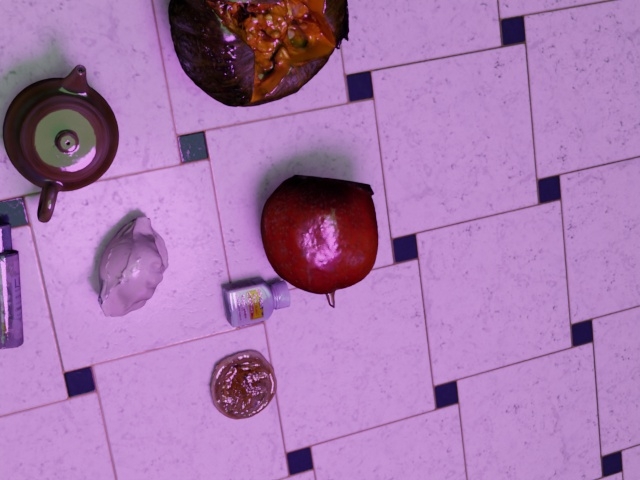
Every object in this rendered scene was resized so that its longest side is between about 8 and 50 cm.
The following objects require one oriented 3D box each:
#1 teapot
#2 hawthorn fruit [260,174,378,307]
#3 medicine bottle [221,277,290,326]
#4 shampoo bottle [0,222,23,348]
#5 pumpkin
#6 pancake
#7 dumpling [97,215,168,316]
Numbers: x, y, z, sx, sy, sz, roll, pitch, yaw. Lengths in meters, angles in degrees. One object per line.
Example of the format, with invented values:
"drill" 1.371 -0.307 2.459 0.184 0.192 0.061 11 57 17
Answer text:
"teapot" -0.424 -0.157 1.687 0.185 0.175 0.267 12 98 -19
"hawthorn fruit" 0.000 0.000 1.860 0.215 0.215 0.249 -17 106 -15
"medicine bottle" -0.119 0.111 1.921 0.118 0.055 0.074 -11 104 -18
"shampoo bottle" -0.542 0.077 1.756 0.072 0.072 0.214 -4 104 -19
"pumpkin" -0.102 -0.376 1.714 0.320 0.192 0.320 -23 136 -25
"pancake" -0.145 0.276 1.968 0.139 0.022 0.139 -5 104 -20
"dumpling" -0.321 0.053 1.817 0.127 0.108 0.188 29 74 -46
